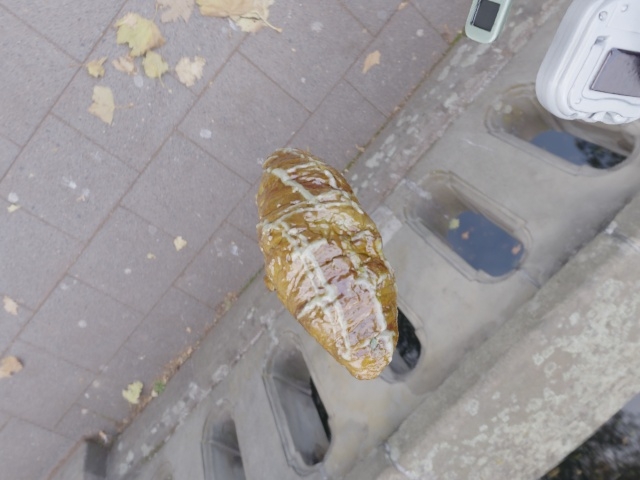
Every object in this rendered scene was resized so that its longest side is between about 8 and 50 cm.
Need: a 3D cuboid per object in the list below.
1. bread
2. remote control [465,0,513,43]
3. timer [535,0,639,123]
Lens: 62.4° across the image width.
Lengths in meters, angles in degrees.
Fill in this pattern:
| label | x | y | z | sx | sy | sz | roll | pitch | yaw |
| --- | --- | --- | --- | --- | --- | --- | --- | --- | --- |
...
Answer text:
| label | x | y | z | sx | sy | sz | roll | pitch | yaw |
| --- | --- | --- | --- | --- | --- | --- | --- | --- | --- |
| bread | 0.000 | 0.000 | 0.442 | 0.105 | 0.233 | 0.076 | -11 | 150 | -22 |
| remote control | 0.379 | -0.562 | 1.074 | 0.038 | 0.090 | 0.310 | -15 | 133 | -40 |
| timer | 0.520 | -0.319 | 0.920 | 0.262 | 0.087 | 0.237 | 0 | 126 | -20 |
